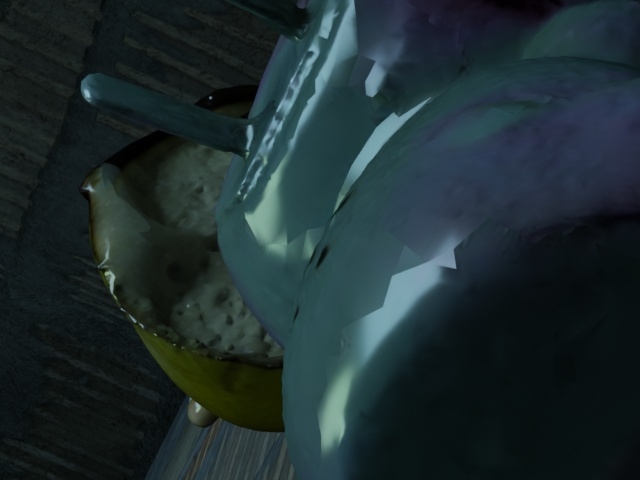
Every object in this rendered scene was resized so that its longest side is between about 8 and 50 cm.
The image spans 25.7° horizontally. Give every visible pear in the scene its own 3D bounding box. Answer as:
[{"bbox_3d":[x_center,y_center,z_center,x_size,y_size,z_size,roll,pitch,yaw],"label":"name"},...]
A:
[{"bbox_3d":[-0.026,0.046,0.892,0.267,0.267,0.178,-73,-7,-51],"label":"pear"}]

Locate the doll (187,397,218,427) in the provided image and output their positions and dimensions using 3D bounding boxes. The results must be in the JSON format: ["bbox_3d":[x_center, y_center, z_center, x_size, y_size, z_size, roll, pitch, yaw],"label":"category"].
[{"bbox_3d":[-0.014,0.024,1.225,0.348,0.161,0.423,-58,0,-39],"label":"doll"}]

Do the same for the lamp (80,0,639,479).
[{"bbox_3d":[0.040,-0.011,0.466,0.301,0.247,0.247,-97,28,-64],"label":"lamp"}]
